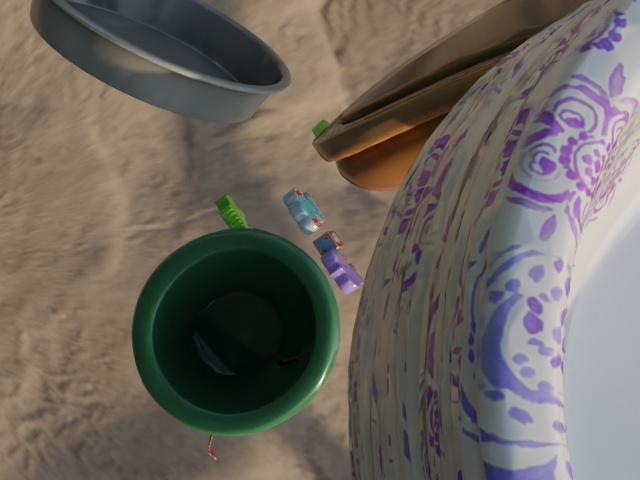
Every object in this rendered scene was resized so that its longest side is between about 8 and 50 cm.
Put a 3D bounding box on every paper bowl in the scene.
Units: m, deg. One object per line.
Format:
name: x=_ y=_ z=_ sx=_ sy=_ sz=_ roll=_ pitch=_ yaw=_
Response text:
paper bowl: x=0.143 y=0.056 z=0.487 sx=0.284 sy=0.148 sz=0.284 roll=5 pitch=77 yaw=-21

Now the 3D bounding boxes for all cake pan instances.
cake pan: x=-0.172 y=-0.208 z=1.661 sx=0.293 sy=0.293 sz=0.054 roll=22 pitch=110 yaw=-15

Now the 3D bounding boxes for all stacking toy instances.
stacking toy: x=0.000 y=0.000 z=1.753 sx=0.167 sy=0.052 sz=0.221 roll=-37 pitch=79 yaw=19

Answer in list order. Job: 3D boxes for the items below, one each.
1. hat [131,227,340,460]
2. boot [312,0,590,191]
hat: x=-0.068 y=0.085 z=1.441 sx=0.208 sy=0.183 sz=0.173 roll=-29 pitch=85 yaw=9
boot: x=0.158 y=-0.006 z=0.653 sx=0.283 sy=0.109 sz=0.220 roll=-18 pitch=109 yaw=11
